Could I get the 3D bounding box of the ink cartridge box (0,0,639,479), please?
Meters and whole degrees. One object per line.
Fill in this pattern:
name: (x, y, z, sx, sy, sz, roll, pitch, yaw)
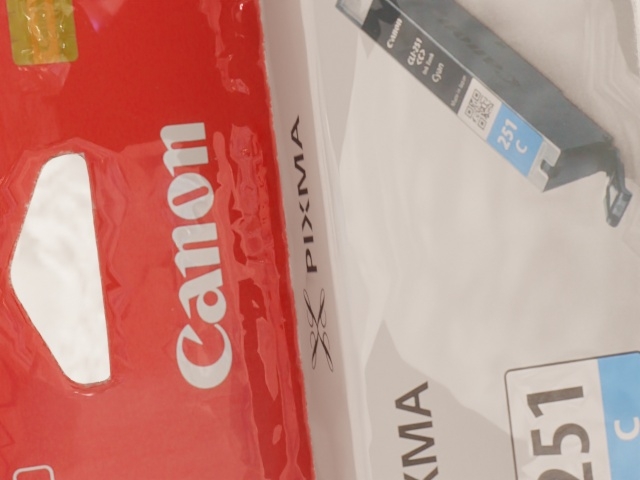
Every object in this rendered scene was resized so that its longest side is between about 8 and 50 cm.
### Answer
ink cartridge box: (0.000, 0.000, 0.613, 0.066, 0.261, 0.296, 171, 92, -72)
